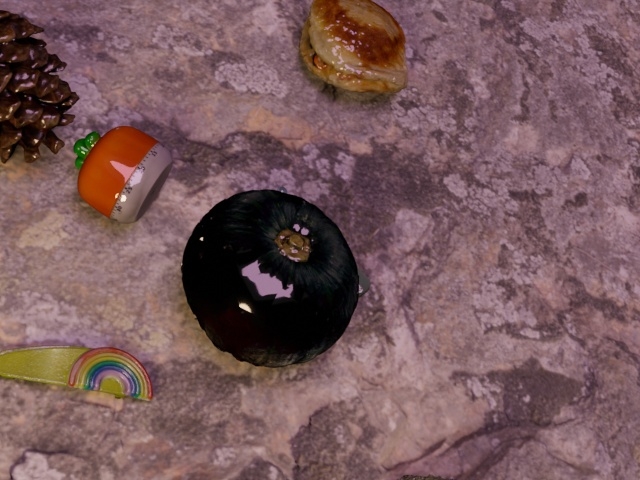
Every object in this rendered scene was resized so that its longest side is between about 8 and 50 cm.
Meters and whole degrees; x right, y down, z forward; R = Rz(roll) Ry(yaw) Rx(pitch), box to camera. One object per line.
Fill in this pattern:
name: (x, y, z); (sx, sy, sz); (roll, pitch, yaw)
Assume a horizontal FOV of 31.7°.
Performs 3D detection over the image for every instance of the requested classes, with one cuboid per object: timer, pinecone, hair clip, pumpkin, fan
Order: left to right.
pinecone: (-0.406, -0.200, 1.422); (0.204, 0.179, 0.184); (30, 58, -38)
hair clip: (-0.289, 0.151, 1.336); (0.188, 0.033, 0.060); (9, 56, -20)
timer: (-0.266, -0.092, 1.467); (0.136, 0.099, 0.136); (12, 43, -11)
pumpkin: (-0.064, 0.046, 1.426); (0.233, 0.163, 0.233); (13, 54, -19)
fan: (0.000, 0.000, 1.576); (0.038, 0.016, 0.193); (-34, 78, -34)

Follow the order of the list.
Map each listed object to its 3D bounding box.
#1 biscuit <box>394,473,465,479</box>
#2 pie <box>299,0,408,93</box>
biscuit: (0.065, 0.352, 1.304); (0.250, 0.147, 0.046); (-32, 104, -34)
pie: (0.059, -0.310, 1.759); (0.178, 0.084, 0.205); (13, 52, -17)
